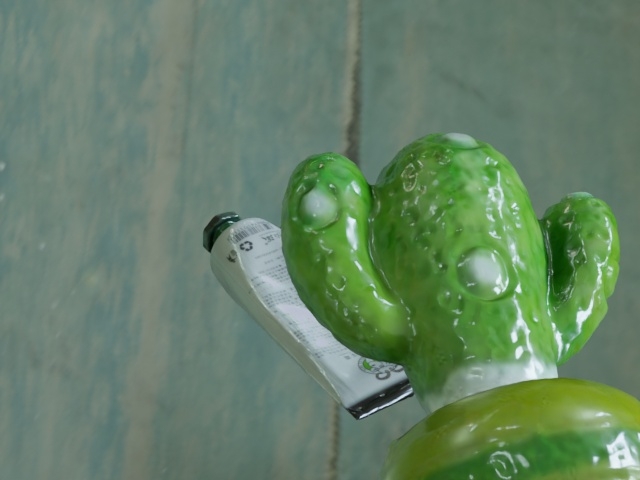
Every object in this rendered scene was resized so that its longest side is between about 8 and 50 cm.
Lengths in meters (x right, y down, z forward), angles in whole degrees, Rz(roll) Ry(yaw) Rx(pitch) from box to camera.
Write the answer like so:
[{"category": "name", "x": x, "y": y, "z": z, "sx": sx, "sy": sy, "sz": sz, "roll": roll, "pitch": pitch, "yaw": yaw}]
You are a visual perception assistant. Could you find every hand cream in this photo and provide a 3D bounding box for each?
[{"category": "hand cream", "x": -0.010, "y": 0.067, "z": 1.747, "sx": 0.121, "sy": 0.076, "sz": 0.336, "roll": -23, "pitch": 39, "yaw": -26}]

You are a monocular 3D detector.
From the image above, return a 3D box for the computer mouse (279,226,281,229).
[{"category": "computer mouse", "x": 0.003, "y": -0.001, "z": 2.225, "sx": 0.126, "sy": 0.231, "sz": 0.071, "roll": 28, "pitch": 48, "yaw": -12}]

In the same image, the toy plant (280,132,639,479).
[{"category": "toy plant", "x": 0.105, "y": 0.066, "z": 1.112, "sx": 0.224, "sy": 0.184, "sz": 0.315, "roll": -7, "pitch": 63, "yaw": -15}]
